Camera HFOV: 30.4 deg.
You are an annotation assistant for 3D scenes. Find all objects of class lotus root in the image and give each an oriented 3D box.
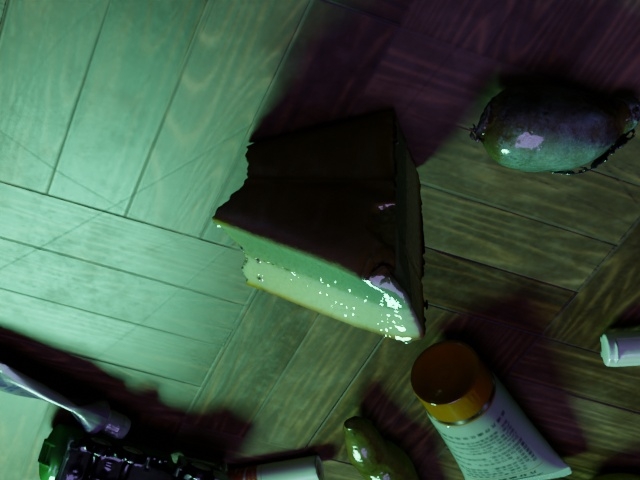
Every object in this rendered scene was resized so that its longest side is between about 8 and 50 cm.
[{"bbox_3d":[0.221,-0.103,1.098,0.165,0.088,0.088,-2,137,-11],"label":"lotus root"}]

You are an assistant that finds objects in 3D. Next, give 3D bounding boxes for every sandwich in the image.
[{"bbox_3d":[0.000,0.000,1.107,0.186,0.220,0.108,-13,135,14],"label":"sandwich"}]

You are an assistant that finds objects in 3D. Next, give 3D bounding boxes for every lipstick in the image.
[{"bbox_3d":[-0.063,0.313,1.563,0.130,0.038,0.038,-12,134,14],"label":"lipstick"}]

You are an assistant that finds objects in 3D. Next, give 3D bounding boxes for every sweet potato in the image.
[{"bbox_3d":[0.090,0.301,1.531,0.067,0.067,0.274,-17,135,18],"label":"sweet potato"}]

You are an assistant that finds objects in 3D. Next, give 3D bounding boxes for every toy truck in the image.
[{"bbox_3d":[-0.239,0.306,1.507,0.242,0.125,0.101,19,90,-16],"label":"toy truck"}]

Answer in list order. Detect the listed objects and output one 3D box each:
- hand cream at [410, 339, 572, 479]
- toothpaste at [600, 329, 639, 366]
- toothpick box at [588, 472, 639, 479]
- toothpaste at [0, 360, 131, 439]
[{"bbox_3d":[0.210,0.236,1.444,0.139,0.089,0.314,-14,138,17],"label":"hand cream"},{"bbox_3d":[0.479,0.116,1.337,0.314,0.058,0.056,-3,92,0],"label":"toothpaste"},{"bbox_3d":[0.398,0.452,1.601,0.175,0.175,0.271,0,139,2],"label":"toothpick box"},{"bbox_3d":[-0.365,0.170,1.420,0.301,0.048,0.075,29,140,-23],"label":"toothpaste"}]
